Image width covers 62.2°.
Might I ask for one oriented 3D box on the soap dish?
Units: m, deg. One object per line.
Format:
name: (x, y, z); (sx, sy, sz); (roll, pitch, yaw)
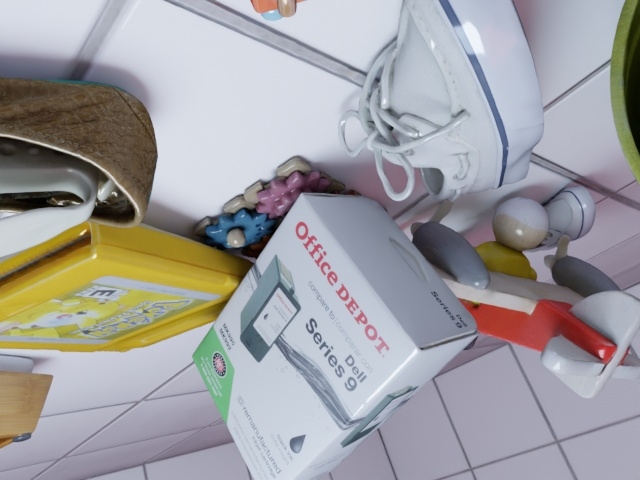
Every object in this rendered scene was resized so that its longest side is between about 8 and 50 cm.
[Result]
soap dish: (-0.560, 0.257, 0.722); (0.291, 0.118, 0.229); (-27, 156, 13)

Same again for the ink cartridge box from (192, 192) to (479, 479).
ink cartridge box: (-0.002, 0.117, 0.606); (0.121, 0.211, 0.289); (-2, 136, -47)

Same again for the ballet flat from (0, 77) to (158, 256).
ballet flat: (-0.261, -0.039, 0.309); (0.342, 0.124, 0.116); (-3, 151, -35)

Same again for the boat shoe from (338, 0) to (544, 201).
boat shoe: (0.091, -0.107, 0.468); (0.156, 0.136, 0.367); (-23, 167, 14)

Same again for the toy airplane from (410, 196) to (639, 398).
toy airplane: (0.308, 0.066, 0.817); (0.384, 0.272, 0.386); (11, 178, 17)

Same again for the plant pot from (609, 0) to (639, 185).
plant pot: (0.470, -0.125, 0.500); (0.366, 0.366, 0.353); (-31, 166, 22)

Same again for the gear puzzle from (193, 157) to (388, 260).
gear puzzle: (0.000, 0.000, 0.710); (0.175, 0.044, 0.339); (-31, 155, 22)

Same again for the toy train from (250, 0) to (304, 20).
toy train: (0.004, -0.190, 0.294); (0.125, 0.046, 0.166); (-16, 157, -11)

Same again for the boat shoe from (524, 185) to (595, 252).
boat shoe: (0.416, -0.021, 0.959); (0.076, 0.083, 0.226); (-20, 158, -3)

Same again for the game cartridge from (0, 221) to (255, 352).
game cartridge: (-0.241, 0.075, 0.633); (0.285, 0.052, 0.324); (-22, 157, 20)
